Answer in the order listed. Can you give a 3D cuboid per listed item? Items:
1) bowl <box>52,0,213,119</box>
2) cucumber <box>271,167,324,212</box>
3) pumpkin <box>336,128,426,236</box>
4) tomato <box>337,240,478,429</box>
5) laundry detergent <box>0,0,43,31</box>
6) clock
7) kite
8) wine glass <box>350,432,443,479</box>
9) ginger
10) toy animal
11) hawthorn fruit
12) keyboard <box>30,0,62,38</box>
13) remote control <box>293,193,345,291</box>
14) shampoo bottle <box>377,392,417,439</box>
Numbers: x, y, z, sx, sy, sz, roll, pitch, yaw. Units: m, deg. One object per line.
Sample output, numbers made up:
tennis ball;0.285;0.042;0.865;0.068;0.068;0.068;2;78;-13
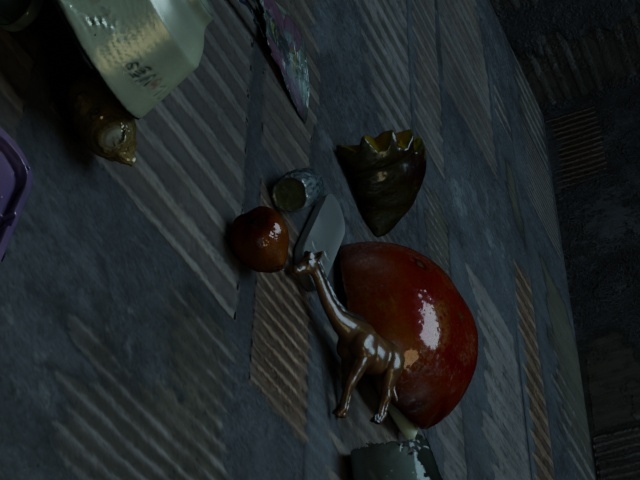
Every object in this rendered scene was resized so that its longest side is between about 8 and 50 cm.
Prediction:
bowl;-0.193;-0.254;1.300;0.238;0.126;0.238;63;4;-7
cucumber;-0.030;-0.078;1.869;0.112;0.064;0.064;-35;107;-71
pumpkin;0.137;-0.097;2.241;0.254;0.130;0.149;29;47;-65
tomato;0.166;0.139;2.060;0.338;0.143;0.338;53;22;-33
laundry detergent;-0.347;-0.279;1.163;0.225;0.070;0.099;33;43;-60
clock;-0.312;-0.044;1.093;0.153;0.050;0.110;-82;149;-50
kite;-0.087;-0.351;2.002;0.360;0.022;0.204;50;29;-50
wine glass;0.130;0.437;1.787;0.143;0.143;0.321;11;63;-68
ginger;-0.239;-0.151;1.366;0.096;0.067;0.165;47;17;-42
toy animal;0.038;0.144;1.846;0.224;0.066;0.230;16;75;-34
hawthorn fruit;-0.074;0.005;1.663;0.081;0.081;0.093;-83;150;-49
keyboard;-0.302;-0.317;1.388;0.072;0.023;0.231;46;32;-40
remote control;0.000;0.000;1.948;0.245;0.022;0.077;-65;137;-61
shampoo bottle;0.118;0.260;2.039;0.141;0.034;0.049;59;22;-31
